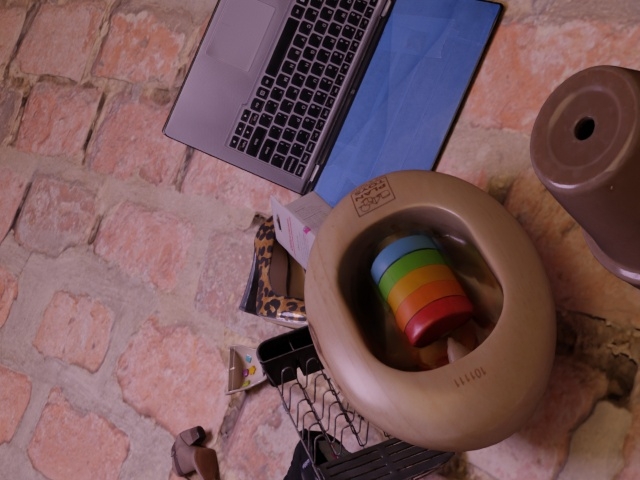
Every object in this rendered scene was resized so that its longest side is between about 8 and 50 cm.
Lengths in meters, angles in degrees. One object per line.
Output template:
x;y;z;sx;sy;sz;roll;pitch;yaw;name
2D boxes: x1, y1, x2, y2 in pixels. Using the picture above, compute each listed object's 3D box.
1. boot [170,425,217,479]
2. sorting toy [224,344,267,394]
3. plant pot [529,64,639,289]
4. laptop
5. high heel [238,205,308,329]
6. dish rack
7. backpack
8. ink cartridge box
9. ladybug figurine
-0.213;0.367;1.942;0.087;0.042;0.118;-47;41;34;boot
-0.113;0.208;1.896;0.075;0.045;0.083;-19;58;36;sorting toy
0.361;-0.089;1.322;0.263;0.229;0.263;-27;53;41;plant pot
0.005;-0.262;1.833;0.236;0.408;0.382;-136;70;-85;laptop
-0.038;0.043;1.841;0.261;0.093;0.186;13;85;57;high heel
0.052;0.218;1.580;0.208;0.074;0.271;-19;44;-11;dish rack
0.025;0.359;1.596;0.182;0.115;0.152;39;117;53;backpack
0.000;0.000;1.776;0.181;0.062;0.104;44;152;39;ink cartridge box
0.144;0.090;1.508;0.305;0.162;0.449;-27;47;6;ladybug figurine
